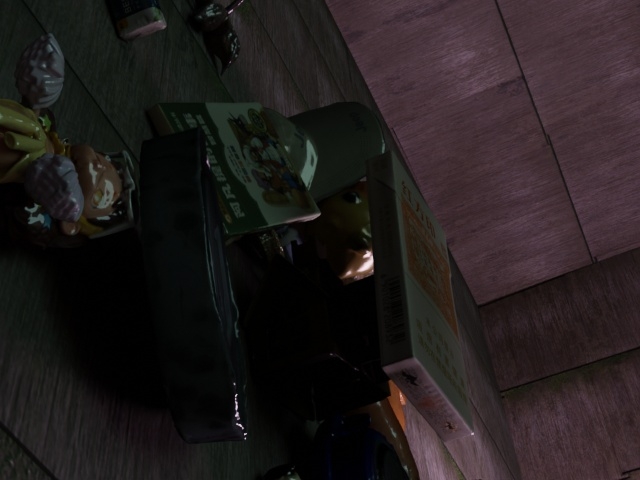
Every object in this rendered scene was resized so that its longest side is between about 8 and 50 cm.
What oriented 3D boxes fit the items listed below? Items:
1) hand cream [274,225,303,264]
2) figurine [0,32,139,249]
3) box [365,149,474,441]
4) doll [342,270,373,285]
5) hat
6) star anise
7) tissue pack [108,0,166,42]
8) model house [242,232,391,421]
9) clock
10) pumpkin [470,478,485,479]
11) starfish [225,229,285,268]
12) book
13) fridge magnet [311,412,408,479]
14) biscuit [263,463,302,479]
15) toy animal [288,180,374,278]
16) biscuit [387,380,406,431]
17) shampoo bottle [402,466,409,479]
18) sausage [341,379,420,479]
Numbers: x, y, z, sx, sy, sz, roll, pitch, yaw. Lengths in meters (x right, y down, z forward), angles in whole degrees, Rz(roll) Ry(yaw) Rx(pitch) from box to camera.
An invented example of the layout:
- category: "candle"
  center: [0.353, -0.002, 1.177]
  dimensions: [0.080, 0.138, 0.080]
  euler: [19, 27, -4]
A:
- category: "hand cream"
  center: [-0.023, 0.073, 1.682]
  dimensions: [0.088, 0.055, 0.256]
  euler: [-103, 168, -59]
- category: "figurine"
  center: [-0.245, -0.069, 0.854]
  dimensions: [0.240, 0.116, 0.174]
  euler: [59, 15, -64]
- category: "box"
  center: [0.132, 0.069, 1.394]
  dimensions: [0.204, 0.051, 0.365]
  euler: [51, 26, -41]
- category: "doll"
  center: [0.047, 0.036, 1.890]
  dimensions: [0.105, 0.115, 0.221]
  euler: [134, -51, -65]
- category: "hat"
  center: [-0.035, -0.177, 1.641]
  dimensions: [0.214, 0.245, 0.149]
  euler: [54, -2, 38]
- category: "star anise"
  center: [-0.106, -0.403, 1.771]
  dimensions: [0.148, 0.227, 0.218]
  euler: [61, 2, -3]
- category: "tissue pack"
  center: [-0.248, -0.315, 1.359]
  dimensions: [0.042, 0.062, 0.083]
  euler: [26, 44, -79]
- category: "model house"
  center: [0.015, 0.095, 1.449]
  dimensions: [0.211, 0.205, 0.243]
  euler: [45, 31, -51]
- category: "clock"
  center: [-0.127, 0.047, 1.045]
  dimensions: [0.325, 0.067, 0.324]
  euler: [172, -90, -88]
- category: "pumpkin"
  center: [0.290, 0.510, 1.663]
  dimensions: [0.263, 0.197, 0.293]
  euler: [34, -12, 8]
- category: "starfish"
  center: [-0.105, -0.028, 1.493]
  dimensions: [0.238, 0.071, 0.216]
  euler: [55, 12, -27]
- category: "book"
  center: [-0.114, -0.105, 1.437]
  dimensions: [0.264, 0.027, 0.202]
  euler: [-14, 74, -61]
- category: "fridge magnet"
  center: [0.062, 0.370, 1.417]
  dimensions: [0.265, 0.113, 0.265]
  euler: [-19, 90, -75]
- category: "biscuit"
  center: [-0.017, 0.375, 1.210]
  dimensions: [0.061, 0.055, 0.219]
  euler: [-40, -112, 64]
- category: "toy animal"
  center: [0.032, -0.024, 1.707]
  dimensions: [0.195, 0.169, 0.281]
  euler: [23, -2, -18]
- category: "biscuit"
  center: [0.140, 0.303, 2.016]
  dimensions: [0.192, 0.036, 0.186]
  euler: [-96, 162, -45]
- category: "shampoo bottle"
  center: [0.113, 0.454, 1.546]
  dimensions: [0.049, 0.087, 0.233]
  euler: [52, 20, -49]
- category: "sausage"
  center: [0.067, 0.265, 1.656]
  dimensions: [0.094, 0.094, 0.418]
  euler: [-2, -65, 59]
